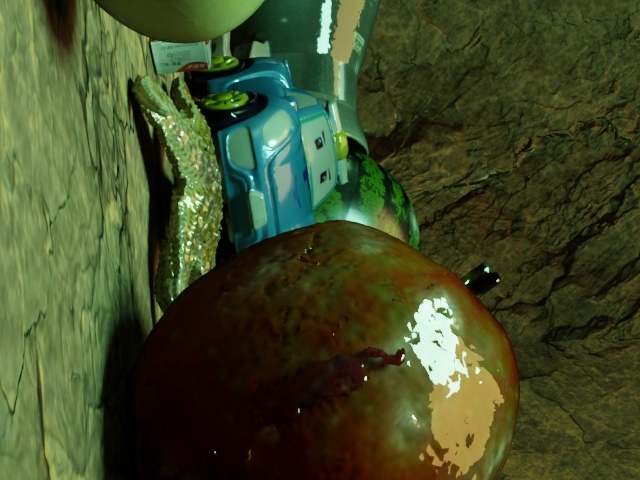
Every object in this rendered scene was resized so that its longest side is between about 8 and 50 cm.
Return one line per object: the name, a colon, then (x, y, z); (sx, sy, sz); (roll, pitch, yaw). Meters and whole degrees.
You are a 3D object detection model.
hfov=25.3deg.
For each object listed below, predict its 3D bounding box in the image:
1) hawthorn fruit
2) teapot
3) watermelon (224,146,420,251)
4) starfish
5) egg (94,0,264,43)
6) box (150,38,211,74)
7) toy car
hawthorn fruit: (-0.002, 0.133, 1.047); (0.316, 0.316, 0.316); (-5, 90, -88)
teapot: (-0.042, -0.281, 1.881); (0.300, 0.253, 0.344); (22, 63, -50)
watermelon: (-0.001, 0.004, 1.771); (0.269, 0.269, 0.269); (-5, 90, -88)
starfish: (-0.116, -0.036, 1.290); (0.302, 0.060, 0.299); (-93, 175, -63)
egg: (-0.096, -0.225, 0.901); (0.164, 0.164, 0.201); (-83, 164, -81)
box: (-0.132, -0.237, 1.393); (0.218, 0.055, 0.039); (-94, 176, -51)
toy car: (-0.052, -0.086, 1.515); (0.314, 0.166, 0.198); (-109, -170, -69)
